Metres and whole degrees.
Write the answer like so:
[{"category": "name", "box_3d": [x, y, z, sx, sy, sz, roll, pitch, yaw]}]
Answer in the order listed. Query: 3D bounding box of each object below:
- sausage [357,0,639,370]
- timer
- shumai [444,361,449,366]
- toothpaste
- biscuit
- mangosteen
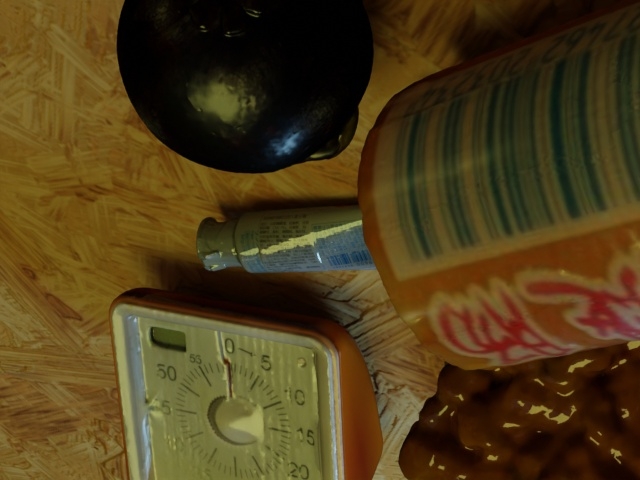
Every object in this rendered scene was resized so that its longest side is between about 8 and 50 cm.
[{"category": "sausage", "box_3d": [0.200, -0.043, 1.049, 0.287, 0.233, 0.233, -18, 124, 43]}, {"category": "timer", "box_3d": [-0.075, 0.161, 1.547, 0.257, 0.161, 0.250, 9, 131, 25]}, {"category": "shumai", "box_3d": [0.154, 0.096, 1.387, 0.099, 0.123, 0.087, 15, -173, -14]}, {"category": "toothpaste", "box_3d": [0.000, 0.000, 1.388, 0.234, 0.057, 0.089, -1, 137, 25]}, {"category": "biscuit", "box_3d": [0.238, 0.186, 1.225, 0.318, 0.312, 0.110, -35, 159, 18]}, {"category": "mangosteen", "box_3d": [-0.050, -0.135, 1.157, 0.194, 0.194, 0.230, 15, 168, 17]}]
